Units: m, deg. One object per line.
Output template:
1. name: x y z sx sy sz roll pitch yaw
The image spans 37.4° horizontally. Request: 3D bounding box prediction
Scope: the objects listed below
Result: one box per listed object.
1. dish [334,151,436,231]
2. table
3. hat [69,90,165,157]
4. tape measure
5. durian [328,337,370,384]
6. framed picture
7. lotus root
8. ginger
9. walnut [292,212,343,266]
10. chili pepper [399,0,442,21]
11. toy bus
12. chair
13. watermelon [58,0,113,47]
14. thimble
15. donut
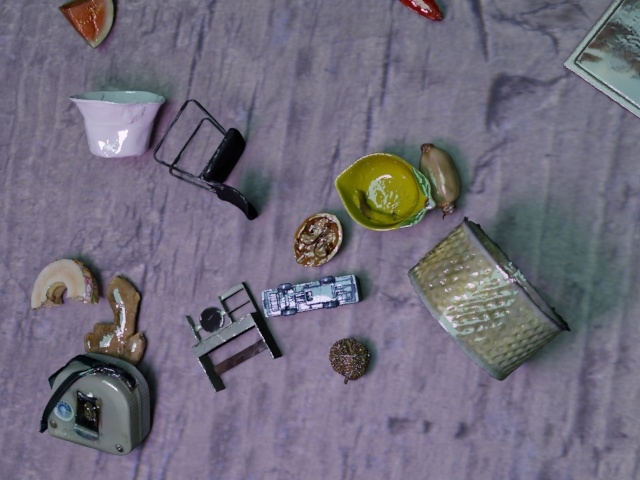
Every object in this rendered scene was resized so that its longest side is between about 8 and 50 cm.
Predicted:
1. dish: 0.132 -0.089 1.809 0.207 0.080 0.149 18 95 22
2. table: -0.183 0.192 1.905 0.146 0.062 0.175 -31 80 14
3. hat: -0.421 -0.241 1.968 0.203 0.203 0.126 9 108 18
4. tape measure: -0.474 0.326 1.932 0.235 0.115 0.207 11 118 18
5. durian: 0.053 0.232 1.818 0.080 0.080 0.091 15 94 18
6. framed picture: 0.619 -0.319 1.702 0.289 0.020 0.211 40 99 16
7. lotus root: 0.227 -0.114 1.790 0.073 0.062 0.150 -21 81 28
8. ginger: -0.438 0.182 1.988 0.133 0.059 0.214 -11 85 13
9. walnut: 0.000 0.000 1.862 0.091 0.052 0.121 43 101 14
10. chili pepper: 0.149 -0.531 1.848 0.071 0.063 0.272 -35 79 25
11. toy bus: -0.015 0.108 1.847 0.190 0.075 0.064 -11 85 16
12. chair: -0.197 -0.156 1.895 0.221 0.140 0.145 32 86 10
13. watermelon: -0.521 -0.488 2.043 0.135 0.094 0.125 17 98 22
14. thimble: 0.290 0.103 1.650 0.150 0.271 0.271 -43 75 12
15. donut: -0.542 0.094 2.018 0.166 0.065 0.108 -11 69 25
